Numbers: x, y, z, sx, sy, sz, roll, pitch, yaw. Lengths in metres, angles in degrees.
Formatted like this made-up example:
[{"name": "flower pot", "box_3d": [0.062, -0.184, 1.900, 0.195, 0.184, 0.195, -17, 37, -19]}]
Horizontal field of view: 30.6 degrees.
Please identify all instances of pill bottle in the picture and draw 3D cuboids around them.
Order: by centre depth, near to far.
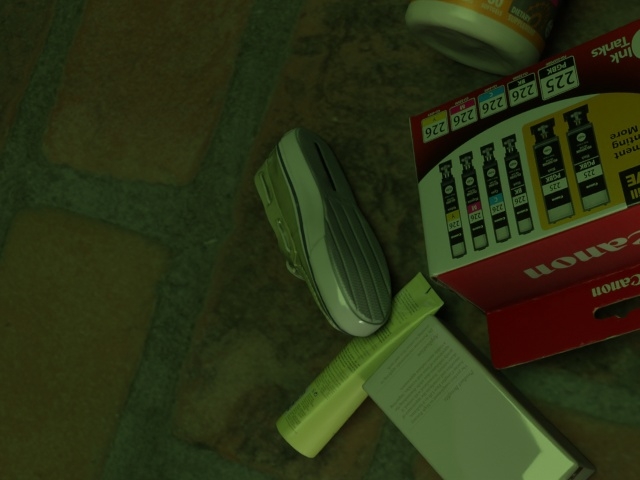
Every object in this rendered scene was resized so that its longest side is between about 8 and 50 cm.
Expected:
[{"name": "pill bottle", "box_3d": [0.217, -0.340, 1.323, 0.162, 0.162, 0.278, 21, 87, 31]}]

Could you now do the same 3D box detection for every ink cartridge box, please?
[{"name": "ink cartridge box", "box_3d": [0.266, -0.046, 1.191, 0.309, 0.130, 0.272, -22, 57, 27]}]

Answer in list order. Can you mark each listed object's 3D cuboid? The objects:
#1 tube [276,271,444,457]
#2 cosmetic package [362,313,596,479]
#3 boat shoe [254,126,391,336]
[{"name": "tube", "box_3d": [0.049, 0.142, 1.333, 0.070, 0.062, 0.240, 44, 98, 26]}, {"name": "cosmetic package", "box_3d": [0.165, 0.198, 1.242, 0.117, 0.085, 0.231, -47, 61, 9]}, {"name": "boat shoe", "box_3d": [0.000, 0.000, 1.382, 0.094, 0.109, 0.302, -43, 45, 29]}]
